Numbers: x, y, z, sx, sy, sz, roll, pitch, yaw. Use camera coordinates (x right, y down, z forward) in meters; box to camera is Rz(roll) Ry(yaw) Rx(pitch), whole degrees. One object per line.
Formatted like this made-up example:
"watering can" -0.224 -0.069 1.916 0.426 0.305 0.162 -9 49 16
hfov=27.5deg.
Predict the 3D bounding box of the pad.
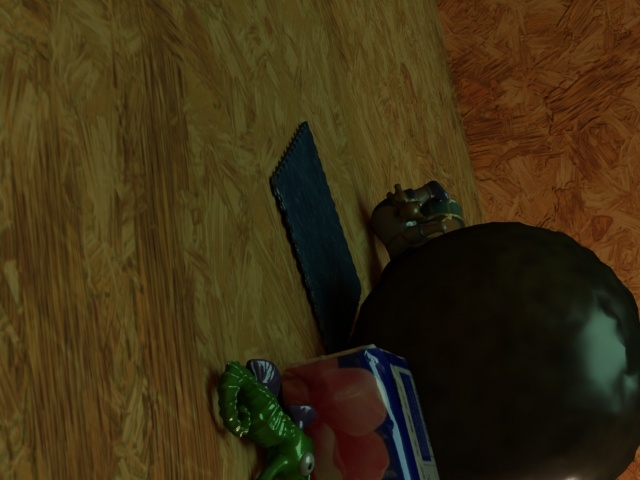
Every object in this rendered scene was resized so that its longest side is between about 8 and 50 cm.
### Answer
"pad" 0.000 0.000 1.692 0.269 0.012 0.269 -71 145 -66

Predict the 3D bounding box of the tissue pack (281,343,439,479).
"tissue pack" 0.051 0.260 1.399 0.209 0.137 0.269 27 48 -72

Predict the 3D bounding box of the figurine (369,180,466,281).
"figurine" 0.167 0.049 2.008 0.161 0.158 0.275 125 -36 -51

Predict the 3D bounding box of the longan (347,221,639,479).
"longan" 0.223 0.170 1.654 0.391 0.391 0.391 -13 90 -77

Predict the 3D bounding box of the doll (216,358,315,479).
"doll" -0.051 0.177 1.238 0.190 0.050 0.115 59 29 -42
